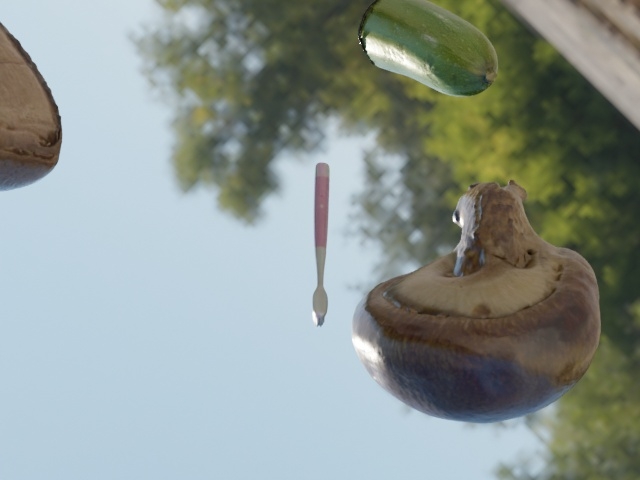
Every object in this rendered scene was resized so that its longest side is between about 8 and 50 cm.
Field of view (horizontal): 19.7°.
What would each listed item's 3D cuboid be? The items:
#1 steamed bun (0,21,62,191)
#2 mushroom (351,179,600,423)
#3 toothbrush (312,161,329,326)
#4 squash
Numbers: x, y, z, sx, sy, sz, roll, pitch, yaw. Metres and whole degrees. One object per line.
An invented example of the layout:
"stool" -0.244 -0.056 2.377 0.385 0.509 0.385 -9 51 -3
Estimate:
"steamed bun" -0.494 -0.172 2.366 0.251 0.199 0.301 5 -133 -55
"mushroom" 0.199 0.077 2.347 0.345 0.345 0.260 -104 3 -75
"toothbrush" 0.000 0.000 2.209 0.020 0.025 0.286 4 -139 -2
"squash" 0.129 -0.213 2.036 0.095 0.095 0.188 38 175 -37
